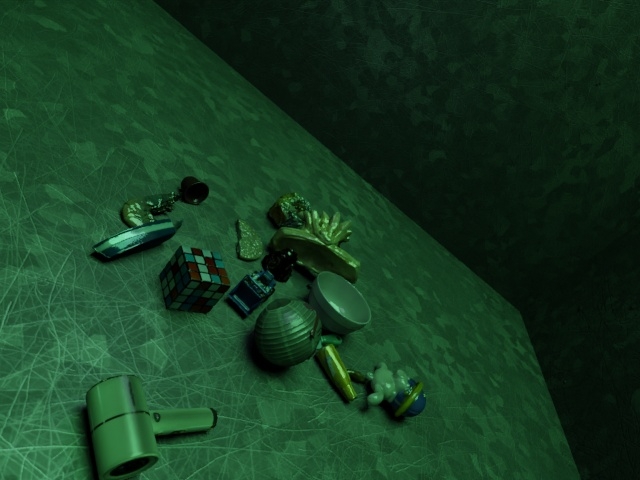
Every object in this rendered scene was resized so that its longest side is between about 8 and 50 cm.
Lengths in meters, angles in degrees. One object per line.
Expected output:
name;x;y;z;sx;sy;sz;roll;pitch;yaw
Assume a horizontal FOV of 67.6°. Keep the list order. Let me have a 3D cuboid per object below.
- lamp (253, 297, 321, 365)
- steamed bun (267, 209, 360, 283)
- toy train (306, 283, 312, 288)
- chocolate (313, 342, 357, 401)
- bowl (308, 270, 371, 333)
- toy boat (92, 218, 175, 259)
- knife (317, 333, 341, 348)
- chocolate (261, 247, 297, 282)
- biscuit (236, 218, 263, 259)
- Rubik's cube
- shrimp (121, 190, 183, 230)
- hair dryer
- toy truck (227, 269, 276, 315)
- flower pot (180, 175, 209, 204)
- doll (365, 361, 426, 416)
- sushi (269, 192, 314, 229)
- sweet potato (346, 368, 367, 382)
lamp;-0.108;0.315;1.636;0.233;0.233;0.265;38;12;-11
steamed bun;0.000;0.000;2.115;0.427;0.247;0.189;20;43;0
toy train;-0.028;0.207;2.140;0.083;0.017;0.017;11;41;-49
chocolate;0.068;0.493;1.777;0.085;0.085;0.219;-1;51;-55
bowl;0.060;0.279;2.000;0.286;0.144;0.287;34;24;-18
toy boat;-0.600;-0.001;1.557;0.062;0.096;0.299;58;34;3
knife;-0.015;0.397;1.865;0.260;0.035;0.063;7;45;-43
chocolate;-0.152;0.084;2.021;0.156;0.133;0.156;35;28;-21
biscuit;-0.299;0.007;2.040;0.133;0.032;0.250;29;28;-30
Rubik's cube;-0.411;0.129;1.557;0.155;0.154;0.151;15;36;-45
shrimp;-0.585;-0.097;1.753;0.178;0.075;0.289;54;26;4
hair dryer;-0.383;0.450;1.176;0.361;0.128;0.203;22;31;-51
toy truck;-0.238;0.179;1.758;0.113;0.126;0.208;44;27;2
flower pot;-0.530;-0.218;1.983;0.111;0.111;0.089;10;30;-49
doll;0.294;0.583;1.849;0.243;0.159;0.311;52;23;14
sushi;-0.138;-0.141;2.367;0.184;0.139;0.274;45;32;-1
sweet potato;0.128;0.525;1.859;0.153;0.038;0.041;22;37;-33
